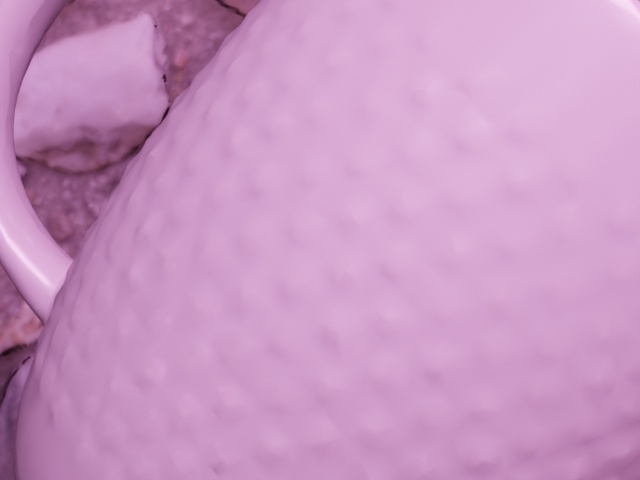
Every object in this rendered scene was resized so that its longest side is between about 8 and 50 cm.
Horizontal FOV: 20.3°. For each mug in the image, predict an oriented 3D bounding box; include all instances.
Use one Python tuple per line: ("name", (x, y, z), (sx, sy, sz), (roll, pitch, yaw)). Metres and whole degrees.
("mug", (0.000, 0.000, 0.795), (0.374, 0.276, 0.328), (45, 99, 8))
